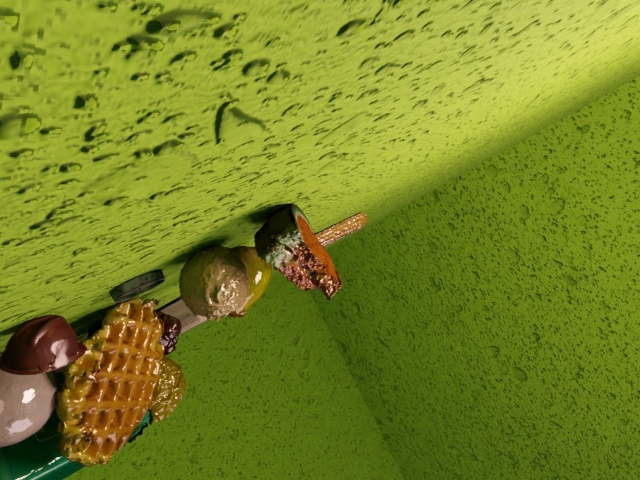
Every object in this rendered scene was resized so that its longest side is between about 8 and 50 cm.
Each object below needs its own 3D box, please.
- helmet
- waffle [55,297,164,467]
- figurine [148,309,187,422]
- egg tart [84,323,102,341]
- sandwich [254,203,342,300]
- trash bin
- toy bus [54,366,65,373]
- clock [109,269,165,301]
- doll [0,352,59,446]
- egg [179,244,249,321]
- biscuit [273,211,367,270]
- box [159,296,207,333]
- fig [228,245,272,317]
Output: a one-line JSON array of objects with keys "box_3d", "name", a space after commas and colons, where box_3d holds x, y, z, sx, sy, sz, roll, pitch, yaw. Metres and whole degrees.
[{"box_3d": [-0.375, 0.132, 0.581, 0.089, 0.057, 0.111, 8, -171, 9], "name": "helmet"}, {"box_3d": [-0.389, 0.273, 0.824, 0.068, 0.325, 0.302, 8, -154, 6], "name": "waffle"}, {"box_3d": [-0.456, 0.313, 1.148, 0.187, 0.168, 0.315, -44, 150, -50], "name": "figurine"}, {"box_3d": [-0.475, 0.251, 0.936, 0.074, 0.191, 0.191, 7, 164, -18], "name": "egg tart"}, {"box_3d": [-0.040, 0.016, 0.702, 0.079, 0.159, 0.235, -32, -164, 5], "name": "sandwich"}, {"box_3d": [-0.620, 0.441, 0.957, 0.295, 0.259, 0.381, -45, 158, 29], "name": "trash bin"}, {"box_3d": [-0.629, 0.319, 1.181, 0.274, 0.090, 0.112, -25, 178, -33], "name": "toy bus"}, {"box_3d": [-0.288, 0.072, 0.674, 0.085, 0.017, 0.085, -27, 176, -2], "name": "clock"}, {"box_3d": [-0.519, 0.244, 0.592, 0.151, 0.151, 0.287, -28, 170, 12], "name": "doll"}, {"box_3d": [-0.170, 0.068, 0.692, 0.118, 0.116, 0.140, -54, -174, -10], "name": "egg"}, {"box_3d": [0.000, 0.000, 1.498, 0.379, 0.054, 0.094, -26, 178, -20], "name": "biscuit"}, {"box_3d": [-0.424, 0.233, 1.394, 0.203, 0.106, 0.252, -30, 177, 15], "name": "box"}, {"box_3d": [-0.167, 0.074, 0.861, 0.153, 0.121, 0.136, -51, -178, -25], "name": "fig"}]
